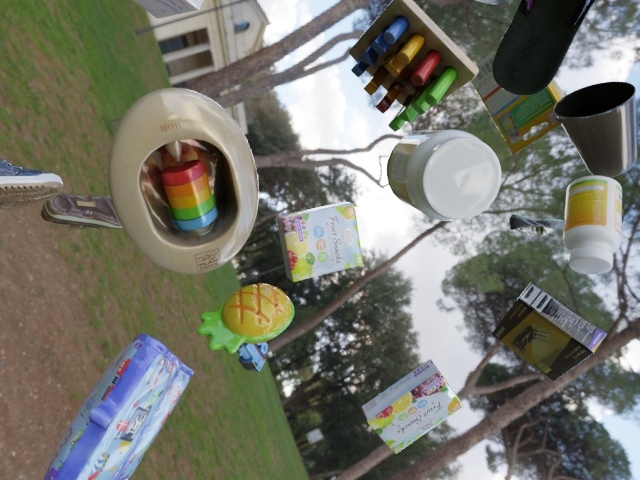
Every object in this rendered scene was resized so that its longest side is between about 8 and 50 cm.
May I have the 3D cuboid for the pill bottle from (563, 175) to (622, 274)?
[{"bbox_3d":[0.732,-0.039,1.321,0.136,0.136,0.246,97,9,-65],"label":"pill bottle"}]

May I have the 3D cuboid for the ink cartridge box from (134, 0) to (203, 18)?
[{"bbox_3d":[-0.455,-0.766,1.408,0.353,0.119,0.207,18,-7,46],"label":"ink cartridge box"}]

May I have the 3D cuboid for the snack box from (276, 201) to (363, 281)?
[{"bbox_3d":[0.000,0.000,1.315,0.070,0.206,0.175,-159,-123,-68],"label":"snack box"}]

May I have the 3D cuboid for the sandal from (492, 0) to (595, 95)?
[{"bbox_3d":[0.446,-0.471,0.898,0.167,0.107,0.446,20,-47,16],"label":"sandal"}]

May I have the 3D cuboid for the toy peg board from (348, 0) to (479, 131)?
[{"bbox_3d":[0.122,-0.255,0.752,0.160,0.079,0.161,40,-21,-12],"label":"toy peg board"}]

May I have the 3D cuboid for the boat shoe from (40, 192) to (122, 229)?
[{"bbox_3d":[-0.652,-0.074,1.385,0.257,0.095,0.095,14,53,-49],"label":"boat shoe"}]

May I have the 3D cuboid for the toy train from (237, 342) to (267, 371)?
[{"bbox_3d":[-0.246,0.362,1.681,0.184,0.080,0.105,67,33,-34],"label":"toy train"}]

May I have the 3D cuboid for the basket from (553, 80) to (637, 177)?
[{"bbox_3d":[0.792,-0.303,1.378,0.204,0.154,0.227,5,-40,49],"label":"basket"}]

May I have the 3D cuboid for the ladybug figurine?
[{"bbox_3d":[-0.295,-0.121,1.070,0.162,0.304,0.450,51,-29,46],"label":"ladybug figurine"}]

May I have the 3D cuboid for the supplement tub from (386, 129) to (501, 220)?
[{"bbox_3d":[0.315,-0.176,1.294,0.316,0.228,0.229,-117,-172,-76],"label":"supplement tub"}]

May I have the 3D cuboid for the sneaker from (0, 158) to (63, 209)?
[{"bbox_3d":[-0.579,-0.128,0.786,0.099,0.282,0.153,-35,-111,54],"label":"sneaker"}]

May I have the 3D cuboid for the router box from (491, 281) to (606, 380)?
[{"bbox_3d":[0.693,0.291,1.526,0.242,0.081,0.309,38,-22,23],"label":"router box"}]

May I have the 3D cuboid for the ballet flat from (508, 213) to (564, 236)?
[{"bbox_3d":[0.791,-0.050,1.801,0.074,0.202,0.074,-173,-90,-88],"label":"ballet flat"}]

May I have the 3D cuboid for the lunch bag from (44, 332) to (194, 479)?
[{"bbox_3d":[-0.313,0.259,0.753,0.138,0.221,0.293,31,-22,-2],"label":"lunch bag"}]

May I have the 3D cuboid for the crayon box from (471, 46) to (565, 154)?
[{"bbox_3d":[0.639,-0.467,1.571,0.203,0.083,0.323,-37,-106,48],"label":"crayon box"}]

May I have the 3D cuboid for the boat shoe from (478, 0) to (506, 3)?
[{"bbox_3d":[0.371,-0.561,0.995,0.119,0.334,0.121,51,-37,36],"label":"boat shoe"}]

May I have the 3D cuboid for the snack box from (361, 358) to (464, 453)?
[{"bbox_3d":[0.152,0.275,0.808,0.100,0.141,0.037,53,3,-27],"label":"snack box"}]

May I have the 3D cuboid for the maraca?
[{"bbox_3d":[-0.135,0.143,0.910,0.127,0.185,0.099,37,-43,36],"label":"maraca"}]
